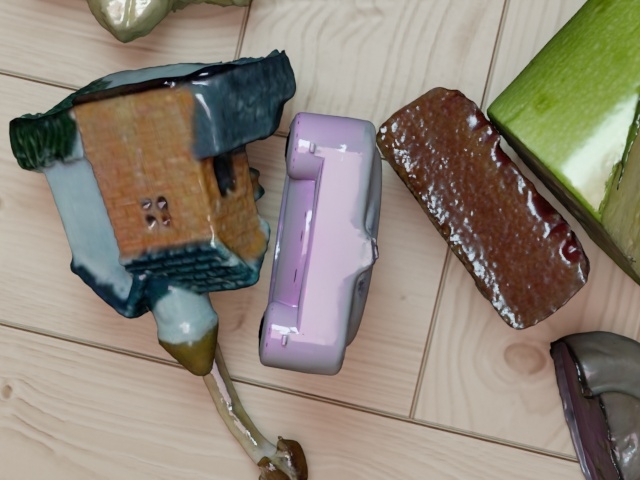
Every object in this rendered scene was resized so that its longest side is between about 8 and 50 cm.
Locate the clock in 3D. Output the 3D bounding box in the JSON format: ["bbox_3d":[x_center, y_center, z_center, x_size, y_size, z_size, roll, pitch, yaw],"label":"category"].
[{"bbox_3d":[0.000,0.000,1.279,0.090,0.248,0.227,9,93,-2],"label":"clock"}]

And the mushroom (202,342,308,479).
[{"bbox_3d":[-0.076,0.173,1.391,0.060,0.061,0.187,-34,84,11],"label":"mushroom"}]

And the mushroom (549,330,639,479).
[{"bbox_3d":[0.288,0.168,1.320,0.117,0.141,0.188,-21,93,-17],"label":"mushroom"}]

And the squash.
[{"bbox_3d":[0.326,-0.149,1.266,0.309,0.233,0.210,-42,54,5],"label":"squash"}]

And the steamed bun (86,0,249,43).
[{"bbox_3d":[-0.165,-0.329,1.345,0.296,0.137,0.292,-2,87,-3],"label":"steamed bun"}]

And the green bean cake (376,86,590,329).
[{"bbox_3d":[0.149,-0.033,1.295,0.097,0.198,0.232,-35,84,4],"label":"green bean cake"}]

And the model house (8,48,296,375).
[{"bbox_3d":[-0.134,-0.019,1.310,0.253,0.184,0.291,-6,99,31],"label":"model house"}]
